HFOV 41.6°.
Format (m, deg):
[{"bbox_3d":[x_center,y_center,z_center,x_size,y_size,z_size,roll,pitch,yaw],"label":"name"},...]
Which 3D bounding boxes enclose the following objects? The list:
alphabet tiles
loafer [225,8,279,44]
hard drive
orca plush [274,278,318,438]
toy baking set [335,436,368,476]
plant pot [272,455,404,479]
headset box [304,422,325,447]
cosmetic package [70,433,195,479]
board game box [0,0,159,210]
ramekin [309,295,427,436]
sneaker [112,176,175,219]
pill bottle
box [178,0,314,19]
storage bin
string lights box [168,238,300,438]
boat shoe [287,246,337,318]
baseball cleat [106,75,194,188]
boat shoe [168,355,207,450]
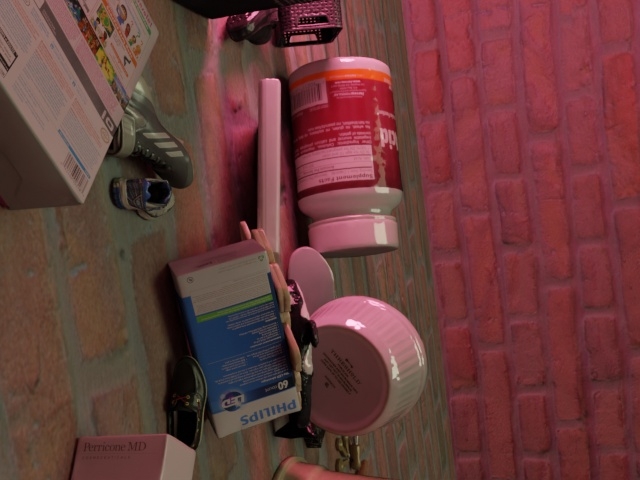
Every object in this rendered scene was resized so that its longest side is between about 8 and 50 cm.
[{"bbox_3d":[-0.076,0.116,1.344,0.284,0.021,0.278,92,-22,-50],"label":"alphabet tiles"},{"bbox_3d":[-0.116,-0.397,1.550,0.223,0.076,0.078,-71,143,-62],"label":"loafer"},{"bbox_3d":[-0.091,-0.101,1.497,0.203,0.040,0.307,103,-14,-74],"label":"hard drive"},{"bbox_3d":[-0.081,0.218,1.524,0.151,0.102,0.287,17,-74,60],"label":"orca plush"},{"bbox_3d":[0.082,0.513,2.010,0.256,0.030,0.196,-64,145,-60],"label":"toy baking set"},{"bbox_3d":[0.093,0.564,1.547,0.334,0.305,0.333,-5,90,-74],"label":"plant pot"},{"bbox_3d":[-0.016,0.372,1.721,0.062,0.032,0.083,-71,152,-54],"label":"headset box"},{"bbox_3d":[-0.216,0.332,0.915,0.085,0.117,0.231,58,30,-58],"label":"cosmetic package"},{"bbox_3d":[-0.289,-0.216,0.880,0.224,0.097,0.303,70,23,-44],"label":"board game box"},{"bbox_3d":[0.056,0.248,1.613,0.127,0.273,0.273,-19,104,-63],"label":"ramekin"},{"bbox_3d":[-0.220,-0.057,1.125,0.135,0.058,0.052,4,81,-74],"label":"sneaker"},{"bbox_3d":[0.056,-0.168,1.784,0.224,0.224,0.392,17,67,-72],"label":"pill bottle"},{"bbox_3d":[-0.084,-0.529,1.315,0.183,0.294,0.296,-9,93,-76],"label":"box"},{"bbox_3d":[-0.029,-0.449,1.698,0.180,0.122,0.084,-166,-110,-83],"label":"storage bin"},{"bbox_3d":[-0.124,0.143,1.230,0.077,0.133,0.259,-145,-138,-65],"label":"string lights box"},{"bbox_3d":[-0.003,0.131,1.750,0.267,0.096,0.088,65,-8,-18],"label":"boat shoe"},{"bbox_3d":[-0.237,-0.125,1.104,0.109,0.072,0.206,-64,143,-36],"label":"baseball cleat"},{"bbox_3d":[-0.186,0.227,1.167,0.042,0.049,0.133,16,74,-81],"label":"boat shoe"}]
